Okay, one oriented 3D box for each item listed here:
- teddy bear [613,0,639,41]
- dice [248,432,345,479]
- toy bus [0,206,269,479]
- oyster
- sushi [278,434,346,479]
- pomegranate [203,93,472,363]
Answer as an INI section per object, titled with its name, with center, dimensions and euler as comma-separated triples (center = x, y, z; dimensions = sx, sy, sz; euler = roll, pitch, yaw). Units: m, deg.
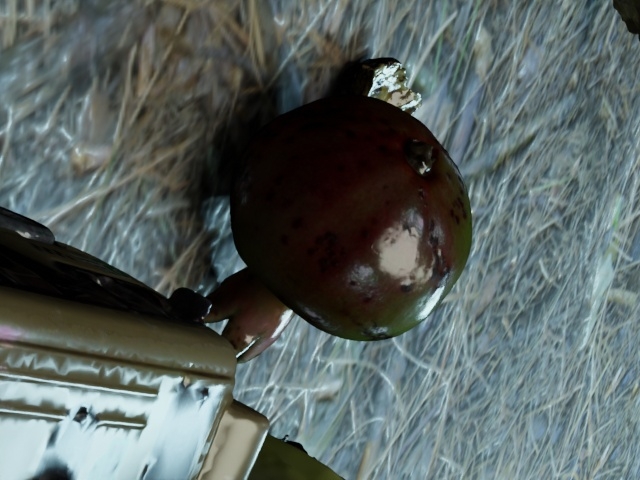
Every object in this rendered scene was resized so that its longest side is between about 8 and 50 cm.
[teddy bear]
center = 0.262, -0.218, 1.327
dimensions = 0.296, 0.222, 0.246
euler = -116, -151, -64
[dice]
center = -0.075, 0.218, 0.935
dimensions = 0.238, 0.227, 0.233
euler = -56, 152, -17
[toy bus]
center = -0.145, 0.057, 0.727
dimensions = 0.139, 0.157, 0.289
euler = -66, 155, 1
[oyster]
center = 0.014, -0.039, 1.111
dimensions = 0.132, 0.029, 0.086
euler = -59, 149, -6
[sushi]
center = -0.015, 0.177, 1.183
dimensions = 0.094, 0.084, 0.098
euler = -48, 147, -28
[pomegranate]
center = -0.003, -0.007, 1.027
dimensions = 0.129, 0.159, 0.129
euler = -17, 90, -75
